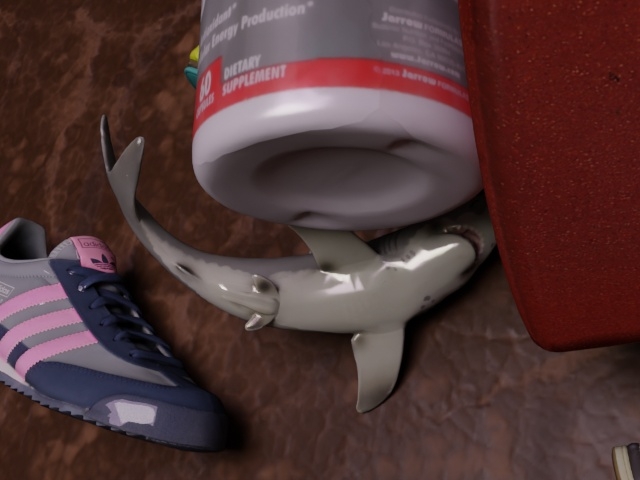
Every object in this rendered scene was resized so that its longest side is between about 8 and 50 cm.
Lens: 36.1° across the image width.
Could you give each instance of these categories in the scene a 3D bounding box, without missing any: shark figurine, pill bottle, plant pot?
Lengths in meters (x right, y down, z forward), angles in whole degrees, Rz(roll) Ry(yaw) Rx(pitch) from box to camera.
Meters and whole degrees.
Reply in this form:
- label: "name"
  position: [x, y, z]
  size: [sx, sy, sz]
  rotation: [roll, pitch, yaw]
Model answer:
- label: "shark figurine"
  position: [-0.026, 0.011, 0.680]
  size: [0.116, 0.278, 0.166]
  rotation: [-88, 9, -68]
- label: "pill bottle"
  position: [0.014, -0.162, 0.565]
  size: [0.161, 0.161, 0.283]
  rotation: [-10, 68, 29]
- label: "plant pot"
  position: [0.184, -0.130, 0.438]
  size: [0.267, 0.236, 0.267]
  rotation: [-11, 58, 27]

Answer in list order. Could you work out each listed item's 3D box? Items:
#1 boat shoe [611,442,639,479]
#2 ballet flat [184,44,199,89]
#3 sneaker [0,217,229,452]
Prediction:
- label: "boat shoe"
  position: [0.200, 0.173, 0.508]
  size: [0.049, 0.056, 0.152]
  rotation: [-27, 66, 14]
- label: "ballet flat"
  position: [-0.023, -0.112, 0.771]
  size: [0.077, 0.077, 0.231]
  rotation: [-42, 49, -11]
- label: "sneaker"
  position: [-0.182, 0.064, 0.764]
  size: [0.319, 0.112, 0.131]
  rotation: [17, 82, 36]
